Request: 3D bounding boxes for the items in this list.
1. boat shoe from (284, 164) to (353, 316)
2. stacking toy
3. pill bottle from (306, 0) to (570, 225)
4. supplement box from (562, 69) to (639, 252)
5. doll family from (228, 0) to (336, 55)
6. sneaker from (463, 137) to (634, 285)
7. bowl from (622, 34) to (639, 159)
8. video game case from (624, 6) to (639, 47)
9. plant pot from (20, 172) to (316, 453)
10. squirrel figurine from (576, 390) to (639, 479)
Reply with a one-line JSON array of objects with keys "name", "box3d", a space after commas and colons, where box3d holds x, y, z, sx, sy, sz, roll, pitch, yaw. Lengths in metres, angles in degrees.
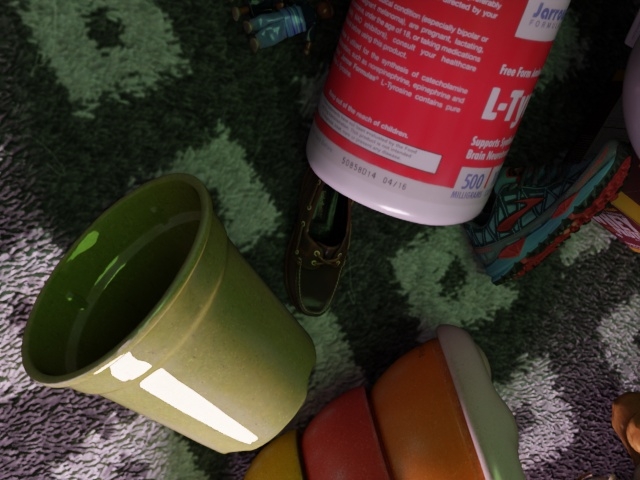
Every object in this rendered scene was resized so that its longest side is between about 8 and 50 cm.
[{"name": "boat shoe", "box3d": [0.000, 0.000, 1.188, 0.073, 0.073, 0.206, 0, 101, -20]}, {"name": "stacking toy", "box3d": [0.019, 0.331, 1.184, 0.480, 0.350, 0.350, -18, 106, 5]}, {"name": "pill bottle", "box3d": [0.144, -0.241, 1.050, 0.229, 0.229, 0.407, 9, 116, -20]}, {"name": "supplement box", "box3d": [0.461, -0.100, 1.295, 0.191, 0.129, 0.194, 33, 88, -21]}, {"name": "doll family", "box3d": [-0.054, -0.312, 1.113, 0.111, 0.076, 0.193, -23, 112, -18]}, {"name": "sneaker", "box3d": [0.275, -0.054, 1.198, 0.104, 0.262, 0.125, -17, 67, -49]}, {"name": "bowl", "box3d": [0.467, -0.172, 1.136, 0.298, 0.134, 0.297, -1, 93, -24]}, {"name": "video game case", "box3d": [0.464, -0.363, 1.185, 0.227, 0.026, 0.206, -38, 152, -49]}, {"name": "plant pot", "box3d": [-0.149, 0.108, 1.075, 0.276, 0.276, 0.254, -48, 122, -5]}, {"name": "squirrel figurine", "box3d": [0.540, 0.388, 1.300, 0.370, 0.281, 0.397, -43, 95, -7]}]
